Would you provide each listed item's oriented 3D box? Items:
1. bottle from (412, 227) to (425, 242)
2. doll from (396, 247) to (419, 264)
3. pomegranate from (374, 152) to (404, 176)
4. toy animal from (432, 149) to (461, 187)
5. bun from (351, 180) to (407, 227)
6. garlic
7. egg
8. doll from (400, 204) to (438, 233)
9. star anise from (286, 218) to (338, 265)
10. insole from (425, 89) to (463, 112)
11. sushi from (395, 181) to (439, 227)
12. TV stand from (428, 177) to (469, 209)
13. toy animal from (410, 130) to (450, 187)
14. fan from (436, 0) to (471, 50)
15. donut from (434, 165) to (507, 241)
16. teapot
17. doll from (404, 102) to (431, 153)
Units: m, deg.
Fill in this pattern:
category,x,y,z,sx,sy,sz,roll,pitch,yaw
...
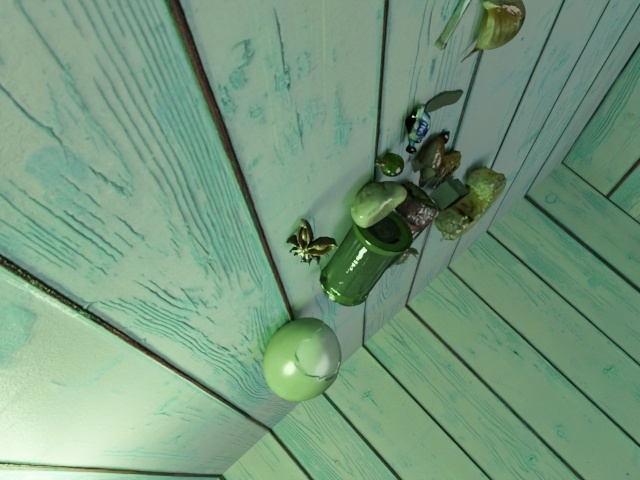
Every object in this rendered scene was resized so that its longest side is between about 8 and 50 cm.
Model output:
category,x,y,z,sx,sy,sz,roll,pitch,yaw
bottle,0.373,-0.045,2.361,0.244,0.072,0.082,-50,-163,17
doll,0.288,0.045,2.285,0.221,0.115,0.105,-12,108,-24
pomegranate,0.197,-0.210,1.639,0.085,0.073,0.073,-24,153,-47
toy animal,0.439,-0.271,2.046,0.149,0.054,0.275,-41,164,0
bun,0.163,-0.122,1.708,0.183,0.102,0.183,-35,170,-7
garlic,0.431,-0.534,1.455,0.129,0.090,0.198,-22,162,-17
egg,-0.059,0.424,2.118,0.278,0.278,0.336,-27,160,-42
doll,0.350,-0.074,2.203,0.211,0.093,0.262,-27,172,-40
star anise,0.000,0.000,1.654,0.227,0.148,0.218,-65,153,-61
insole,0.352,-0.398,1.658,0.192,0.010,0.063,-27,155,-44
sushi,0.322,-0.118,1.953,0.107,0.161,0.241,-52,159,18
TV stand,0.504,-0.182,2.262,0.088,0.082,0.269,-43,171,22
toy animal,0.357,-0.259,1.870,0.179,0.089,0.188,-50,162,-35
fan,0.336,-0.548,1.290,0.057,0.023,0.282,-37,162,-48
donut,0.660,-0.171,2.573,0.307,0.150,0.371,-15,146,-57
teapot,0.155,0.061,1.914,0.271,0.200,0.337,-7,144,-35
doll,0.262,-0.307,1.583,0.195,0.070,0.095,86,22,-70
